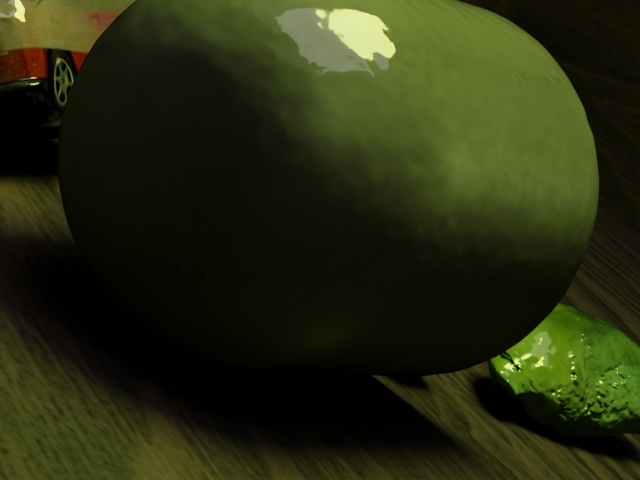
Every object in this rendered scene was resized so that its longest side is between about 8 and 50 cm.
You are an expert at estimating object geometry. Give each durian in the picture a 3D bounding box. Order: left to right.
[{"bbox_3d":[0.234,0.121,1.737,0.250,0.101,0.139,21,14,-40],"label":"durian"}]

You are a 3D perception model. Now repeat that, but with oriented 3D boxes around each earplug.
[{"bbox_3d":[-0.009,-0.048,1.367,0.313,0.312,0.394,35,15,26],"label":"earplug"}]

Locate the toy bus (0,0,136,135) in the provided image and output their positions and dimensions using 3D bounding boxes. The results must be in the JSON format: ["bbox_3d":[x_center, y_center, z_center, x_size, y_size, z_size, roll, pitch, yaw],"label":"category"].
[{"bbox_3d":[-0.247,-0.158,1.595,0.128,0.147,0.303,-11,-2,17],"label":"toy bus"}]
